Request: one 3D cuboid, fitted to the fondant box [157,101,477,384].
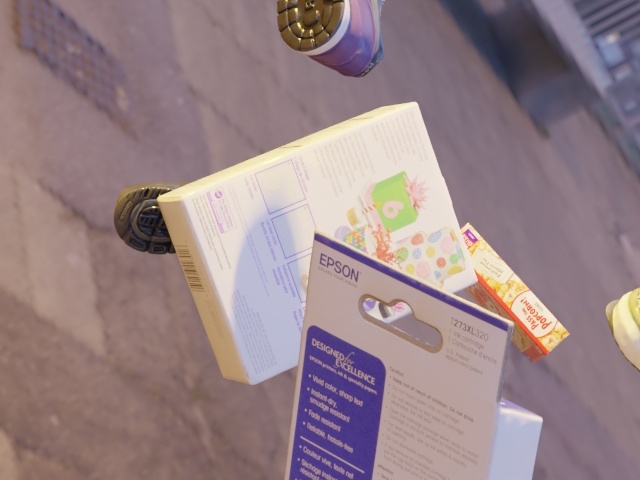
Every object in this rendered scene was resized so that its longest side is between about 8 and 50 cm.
[{"bbox_3d":[0.000,0.000,2.031,0.096,0.330,0.238,1,-68,67],"label":"fondant box"}]

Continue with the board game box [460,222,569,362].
[{"bbox_3d":[0.239,0.072,2.220,0.193,0.045,0.147,48,-6,7],"label":"board game box"}]

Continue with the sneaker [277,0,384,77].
[{"bbox_3d":[0.015,-0.309,1.826,0.124,0.107,0.283,27,57,-51],"label":"sneaker"}]

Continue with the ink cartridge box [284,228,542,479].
[{"bbox_3d":[0.054,0.185,1.172,0.069,0.175,0.371,-19,124,-43],"label":"ink cartridge box"}]

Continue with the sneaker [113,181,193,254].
[{"bbox_3d":[-0.127,-0.029,2.156,0.286,0.109,0.130,14,12,-16],"label":"sneaker"}]

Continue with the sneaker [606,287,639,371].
[{"bbox_3d":[0.567,0.174,2.292,0.158,0.182,0.410,-14,52,-42],"label":"sneaker"}]
